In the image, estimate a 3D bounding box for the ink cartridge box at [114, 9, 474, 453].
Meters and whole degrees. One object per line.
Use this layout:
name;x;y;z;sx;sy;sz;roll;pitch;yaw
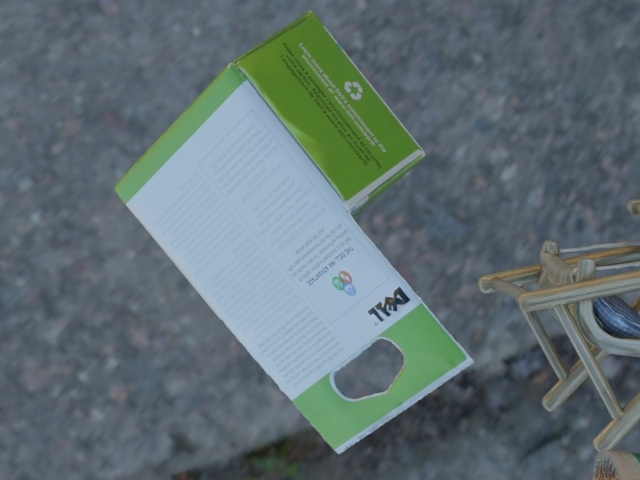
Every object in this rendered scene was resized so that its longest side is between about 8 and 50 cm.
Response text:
ink cartridge box;0.000;0.000;1.387;0.255;0.097;0.189;51;139;1

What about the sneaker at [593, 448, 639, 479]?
sneaker;0.292;0.221;1.513;0.121;0.302;0.108;2;91;-9

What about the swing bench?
swing bench;0.312;0.055;1.875;0.254;0.253;0.165;-29;95;-3
